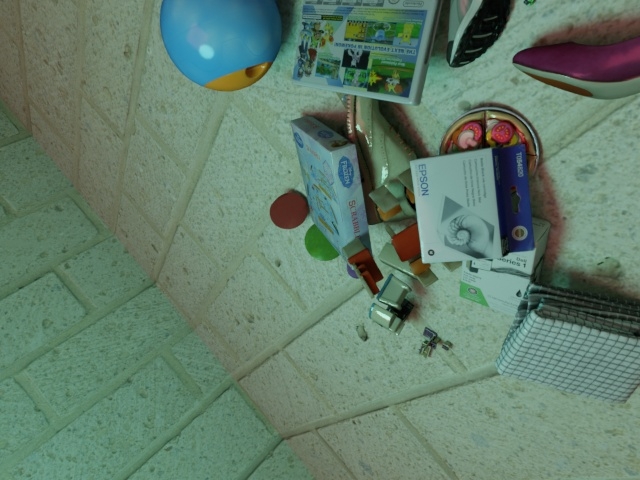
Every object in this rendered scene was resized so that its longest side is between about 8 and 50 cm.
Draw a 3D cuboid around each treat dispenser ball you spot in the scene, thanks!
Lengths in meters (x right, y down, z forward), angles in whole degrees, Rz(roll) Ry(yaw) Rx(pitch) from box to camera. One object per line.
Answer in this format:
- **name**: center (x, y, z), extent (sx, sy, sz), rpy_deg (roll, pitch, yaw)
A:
- **treat dispenser ball**: center (-0.237, -0.511, 1.155), extent (0.288, 0.288, 0.288), rpy_deg (27, 136, 29)

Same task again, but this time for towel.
- **towel**: center (0.542, 0.218, 1.019), extent (0.284, 0.121, 0.235), rpy_deg (12, 133, 8)

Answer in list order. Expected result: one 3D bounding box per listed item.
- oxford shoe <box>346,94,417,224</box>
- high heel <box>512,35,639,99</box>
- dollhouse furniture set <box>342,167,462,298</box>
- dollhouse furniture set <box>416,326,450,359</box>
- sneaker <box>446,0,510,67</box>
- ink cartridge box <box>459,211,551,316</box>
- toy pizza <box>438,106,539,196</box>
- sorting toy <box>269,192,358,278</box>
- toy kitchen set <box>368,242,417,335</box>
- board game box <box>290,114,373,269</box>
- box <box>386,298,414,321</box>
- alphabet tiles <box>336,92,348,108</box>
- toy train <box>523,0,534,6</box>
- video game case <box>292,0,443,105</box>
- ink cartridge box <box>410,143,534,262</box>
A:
- **oxford shoe**: center (0.154, -0.228, 1.138), extent (0.147, 0.140, 0.396), rpy_deg (-3, 120, 20)
- **high heel**: center (0.498, -0.310, 0.737), extent (0.377, 0.127, 0.181), rpy_deg (27, 108, 35)
- **dollhouse furniture set**: center (0.193, 0.013, 1.109), extent (0.262, 0.259, 0.135), rpy_deg (57, -178, -33)
- **dollhouse furniture set**: center (0.322, 0.341, 1.432), extent (0.091, 0.081, 0.114), rpy_deg (30, 138, 26)
- **sneaker**: center (0.275, -0.444, 0.849), extent (0.108, 0.100, 0.271), rpy_deg (50, 148, 38)
- **ink cartridge box**: center (0.413, 0.047, 1.090), extent (0.160, 0.092, 0.219), rpy_deg (20, 133, 34)
- **toy pizza**: center (0.342, -0.172, 0.989), extent (0.201, 0.032, 0.201), rpy_deg (11, 116, 24)
- **sorting toy**: center (0.000, 0.000, 1.505), extent (0.366, 0.127, 0.126), rpy_deg (39, 170, 13)
- **toy kitchen set**: center (0.206, 0.142, 1.360), extent (0.122, 0.207, 0.166), rpy_deg (28, 172, 28)
- **board game box**: center (0.026, -0.135, 1.249), extent (0.318, 0.066, 0.317), rpy_deg (-128, 22, -56)
- **box**: center (0.234, 0.216, 1.448), extent (0.062, 0.052, 0.083), rpy_deg (38, 139, 19)
- **alphabet tiles**: center (0.060, -0.456, 1.121), extent (0.198, 0.009, 0.237), rpy_deg (-22, 102, 52)
- **toy train**: center (0.372, -0.429, 0.802), extent (0.017, 0.024, 0.083), rpy_deg (47, 142, 6)
- **video game case**: center (0.089, -0.451, 0.975), extent (0.329, 0.036, 0.299), rpy_deg (23, 111, 35)
- **ink cartridge box**: center (0.306, -0.070, 0.968), extent (0.224, 0.045, 0.223), rpy_deg (-7, 97, 19)
